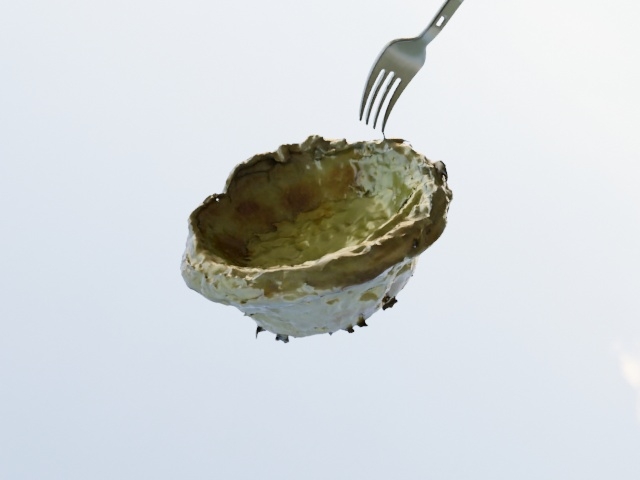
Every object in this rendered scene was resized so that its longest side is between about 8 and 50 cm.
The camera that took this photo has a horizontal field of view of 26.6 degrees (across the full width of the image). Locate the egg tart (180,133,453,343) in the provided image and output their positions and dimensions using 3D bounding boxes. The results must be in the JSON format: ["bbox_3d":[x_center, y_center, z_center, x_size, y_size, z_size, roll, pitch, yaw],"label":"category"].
[{"bbox_3d":[0.001,0.001,0.975,0.213,0.212,0.090,-71,-35,-52],"label":"egg tart"}]

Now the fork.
[{"bbox_3d":[0.092,-0.171,0.931,0.034,0.219,0.028,27,-161,-24],"label":"fork"}]
